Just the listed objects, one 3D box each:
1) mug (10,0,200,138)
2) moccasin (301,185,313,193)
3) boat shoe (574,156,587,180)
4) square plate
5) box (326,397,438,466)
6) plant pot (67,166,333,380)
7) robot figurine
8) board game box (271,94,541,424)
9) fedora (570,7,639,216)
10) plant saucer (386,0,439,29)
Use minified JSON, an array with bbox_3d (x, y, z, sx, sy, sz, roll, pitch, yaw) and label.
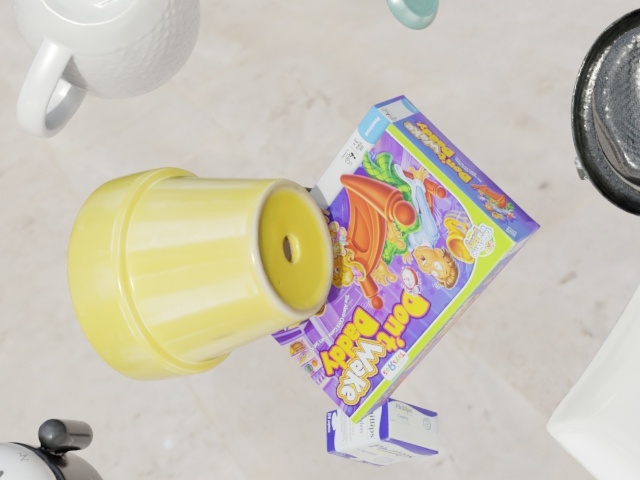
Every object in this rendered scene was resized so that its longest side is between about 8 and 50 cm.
[{"bbox_3d":[-0.343,-0.323,1.874,0.374,0.276,0.328,-63,2,-3],"label":"mug"},{"bbox_3d":[0.000,-0.002,1.863,0.380,0.147,0.139,1,32,-9],"label":"moccasin"},{"bbox_3d":[0.499,-0.135,2.132,0.142,0.040,0.049,-12,20,9],"label":"boat shoe"},{"bbox_3d":[0.389,0.203,1.140,0.049,0.347,0.344,-36,69,-29],"label":"square plate"},{"bbox_3d":[0.100,0.310,2.044,0.137,0.126,0.072,-22,58,40],"label":"box"},{"bbox_3d":[-0.125,0.028,1.491,0.239,0.254,0.254,-11,36,31],"label":"plant pot"},{"bbox_3d":[-0.349,0.329,1.501,0.174,0.278,0.209,-14,74,9],"label":"robot figurine"},{"bbox_3d":[0.072,0.028,1.564,0.078,0.233,0.347,-26,-22,-54],"label":"board game box"},{"bbox_3d":[0.500,-0.201,1.901,0.334,0.334,0.152,-2,-4,31],"label":"fedora"},{"bbox_3d":[0.158,-0.412,2.114,0.021,0.119,0.119,-14,32,53],"label":"plant saucer"}]
